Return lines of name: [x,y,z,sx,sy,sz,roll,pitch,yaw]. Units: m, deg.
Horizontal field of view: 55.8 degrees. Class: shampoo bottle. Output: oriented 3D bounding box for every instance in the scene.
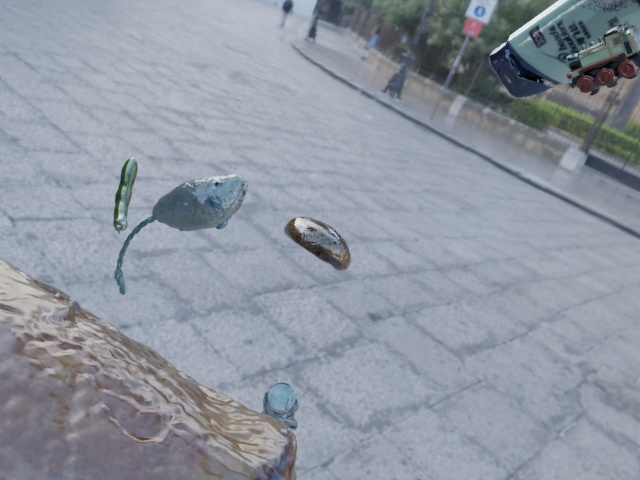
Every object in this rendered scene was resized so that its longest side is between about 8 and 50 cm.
shampoo bottle: [0.459,-0.356,0.973,0.134,0.360,0.078,50,30,-14]

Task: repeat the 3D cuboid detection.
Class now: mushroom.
mushroom: [0.000,0.000,0.932,0.123,0.052,0.123,30,6,-4]

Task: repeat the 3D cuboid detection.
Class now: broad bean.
broad bean: [-0.455,-0.100,1.406,0.039,0.069,0.226,14,46,-24]

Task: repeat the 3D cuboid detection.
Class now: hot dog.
hot dog: [-0.145,0.111,0.359,0.272,0.122,0.196,31,6,-2]

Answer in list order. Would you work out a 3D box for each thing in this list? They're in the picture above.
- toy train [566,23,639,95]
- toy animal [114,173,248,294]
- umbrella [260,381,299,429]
toy train: [0.466,-0.280,0.852,0.053,0.250,0.085,-41,105,-40]
toy animal: [-0.213,-0.023,0.856,0.070,0.253,0.079,42,21,-52]
umbrella: [-0.048,0.209,0.739,0.050,0.188,0.046,24,62,4]
